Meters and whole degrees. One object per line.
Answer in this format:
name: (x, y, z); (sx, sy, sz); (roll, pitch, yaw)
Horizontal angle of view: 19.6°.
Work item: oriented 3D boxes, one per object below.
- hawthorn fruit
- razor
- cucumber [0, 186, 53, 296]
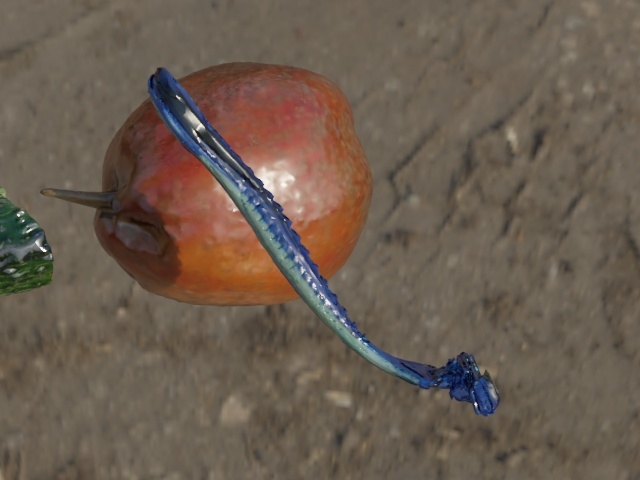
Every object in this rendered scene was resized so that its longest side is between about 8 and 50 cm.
hawthorn fruit: (-0.092, -0.039, 1.490); (0.262, 0.210, 0.210); (-14, 57, -32)
razor: (-0.008, 0.009, 1.273); (0.324, 0.093, 0.056); (44, 95, -7)
cucumber: (-0.220, 0.025, 0.867); (0.187, 0.058, 0.058); (-21, 60, -22)
